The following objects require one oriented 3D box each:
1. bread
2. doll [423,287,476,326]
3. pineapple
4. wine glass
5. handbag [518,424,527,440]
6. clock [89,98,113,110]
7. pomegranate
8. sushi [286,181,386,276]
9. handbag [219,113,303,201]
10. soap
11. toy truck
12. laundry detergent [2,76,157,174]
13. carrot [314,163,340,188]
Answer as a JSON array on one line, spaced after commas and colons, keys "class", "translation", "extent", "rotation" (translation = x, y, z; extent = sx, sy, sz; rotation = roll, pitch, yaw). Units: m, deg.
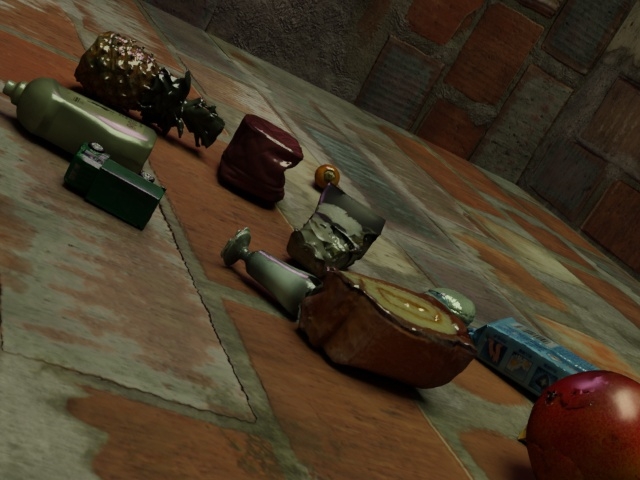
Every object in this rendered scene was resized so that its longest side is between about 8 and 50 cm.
[{"class": "bread", "translation": [0.084, 0.124, 1.406], "extent": [0.244, 0.123, 0.190], "rotation": [24, 15, -25]}, {"class": "doll", "translation": [0.241, 0.125, 1.794], "extent": [0.103, 0.071, 0.214], "rotation": [36, 11, 16]}, {"class": "pineapple", "translation": [-0.334, -0.299, 1.934], "extent": [0.310, 0.170, 0.141], "rotation": [33, 42, -9]}, {"class": "wine glass", "translation": [-0.074, 0.050, 1.452], "extent": [0.155, 0.072, 0.072], "rotation": [35, 16, 18]}, {"class": "handbag", "translation": [0.350, 0.315, 1.479], "extent": [0.083, 0.027, 0.061], "rotation": [36, 15, 14]}, {"class": "clock", "translation": [-0.424, -0.245, 1.838], "extent": [0.085, 0.017, 0.085], "rotation": [28, 15, -9]}, {"class": "pomegranate", "translation": [0.389, 0.292, 1.304], "extent": [0.210, 0.210, 0.235], "rotation": [3, 58, -60]}, {"class": "sushi", "translation": [0.012, 0.014, 1.704], "extent": [0.134, 0.109, 0.273], "rotation": [35, 29, 0]}, {"class": "handbag", "translation": [-0.121, -0.166, 1.942], "extent": [0.146, 0.135, 0.225], "rotation": [26, 11, -13]}, {"class": "soap", "translation": [0.402, 0.228, 1.732], "extent": [0.293, 0.077, 0.156], "rotation": [32, 15, 29]}, {"class": "toy truck", "translation": [-0.312, -0.085, 1.440], "extent": [0.147, 0.065, 0.079], "rotation": [30, 18, -7]}, {"class": "laundry detergent", "translation": [-0.401, -0.197, 1.581], "extent": [0.253, 0.091, 0.181], "rotation": [27, 14, -13]}, {"class": "carrot", "translation": [0.014, -0.161, 2.342], "extent": [0.061, 0.061, 0.256], "rotation": [29, 6, -4]}]
